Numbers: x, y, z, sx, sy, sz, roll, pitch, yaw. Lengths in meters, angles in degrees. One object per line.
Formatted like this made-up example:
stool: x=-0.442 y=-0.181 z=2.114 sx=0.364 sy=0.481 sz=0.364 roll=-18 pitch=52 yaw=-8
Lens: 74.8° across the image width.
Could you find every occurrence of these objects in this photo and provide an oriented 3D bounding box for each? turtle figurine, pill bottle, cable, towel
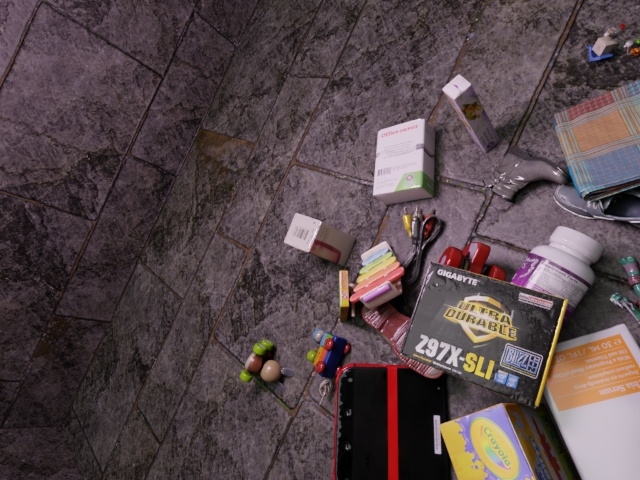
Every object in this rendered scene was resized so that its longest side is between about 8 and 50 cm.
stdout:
turtle figurine: x=0.789 y=0.149 z=0.994 sx=0.175 sy=0.118 sz=0.234 roll=2 pitch=59 yaw=26
pill bottle: x=0.609 y=0.120 z=1.119 sx=0.169 sy=0.169 sz=0.301 roll=36 pitch=97 yaw=42
cable: x=0.352 y=0.017 z=1.473 sx=0.140 sy=0.072 sz=0.287 roll=2 pitch=87 yaw=23
towel: x=0.804 y=-0.283 z=1.130 sx=0.272 sy=0.040 sz=0.370 roll=-21 pitch=43 yaw=32

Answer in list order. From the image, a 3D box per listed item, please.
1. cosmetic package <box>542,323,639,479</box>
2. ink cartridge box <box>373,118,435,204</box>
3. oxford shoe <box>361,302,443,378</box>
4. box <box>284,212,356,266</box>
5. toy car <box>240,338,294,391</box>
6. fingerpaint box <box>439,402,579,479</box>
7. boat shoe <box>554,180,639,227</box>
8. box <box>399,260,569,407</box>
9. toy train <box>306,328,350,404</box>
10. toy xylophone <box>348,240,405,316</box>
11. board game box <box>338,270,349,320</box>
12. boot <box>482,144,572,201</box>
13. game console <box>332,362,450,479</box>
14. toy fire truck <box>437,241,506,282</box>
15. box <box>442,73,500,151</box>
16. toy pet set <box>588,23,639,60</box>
cosmetic package: x=0.667 y=0.443 z=0.925 sx=0.230 sy=0.161 sz=0.453 roll=-25 pitch=58 yaw=18
ink cartridge box: x=0.314 y=-0.289 z=1.562 sx=0.199 sy=0.115 sz=0.272 roll=-6 pitch=70 yaw=38
oxford shoe: x=0.281 y=0.316 z=1.349 sx=0.123 sy=0.130 sz=0.348 roll=-43 pitch=44 yaw=-1
box: x=0.000 y=0.000 z=1.633 sx=0.149 sy=0.232 sz=0.126 roll=20 pitch=87 yaw=43
toy car: x=-0.201 y=0.522 z=1.699 sx=0.189 sy=0.149 sz=0.155 roll=28 pitch=96 yaw=14
fingerpaint box: x=0.474 y=0.601 z=0.908 sx=0.163 sy=0.371 sz=0.444 roll=-33 pitch=56 yaw=26
boat shoe: x=0.771 y=-0.107 z=1.108 sx=0.319 sy=0.099 sz=0.116 roll=33 pitch=98 yaw=50
box: x=0.388 y=0.217 z=1.020 sx=0.322 sy=0.079 sz=0.257 roll=17 pitch=82 yaw=27
toy train: x=-0.002 y=0.458 z=1.553 sx=0.143 sy=0.105 sz=0.247 roll=17 pitch=85 yaw=53
toy xylophone: x=0.180 y=0.137 z=1.439 sx=0.236 sy=0.081 sz=0.322 roll=-35 pitch=17 yaw=11
board game box: x=0.082 y=0.207 z=1.507 sx=0.039 sy=0.259 sz=0.124 roll=0 pitch=68 yaw=-1
boot: x=0.624 y=-0.180 z=1.282 sx=0.161 sy=0.083 sz=0.246 roll=-55 pitch=33 yaw=14
game console: x=0.209 y=0.577 z=1.272 sx=0.342 sy=0.060 sz=0.386 roll=0 pitch=72 yaw=8
toy fire truck: x=0.400 y=0.145 z=1.255 sx=0.170 sy=0.254 sz=0.302 roll=24 pitch=91 yaw=1
box: x=0.482 y=-0.391 z=1.319 sx=0.063 sy=0.324 sz=0.067 roll=-40 pitch=52 yaw=17
toy pet set: x=0.879 y=-0.572 z=1.254 sx=0.114 sy=0.065 sz=0.122 roll=-16 pitch=61 yaw=-4
